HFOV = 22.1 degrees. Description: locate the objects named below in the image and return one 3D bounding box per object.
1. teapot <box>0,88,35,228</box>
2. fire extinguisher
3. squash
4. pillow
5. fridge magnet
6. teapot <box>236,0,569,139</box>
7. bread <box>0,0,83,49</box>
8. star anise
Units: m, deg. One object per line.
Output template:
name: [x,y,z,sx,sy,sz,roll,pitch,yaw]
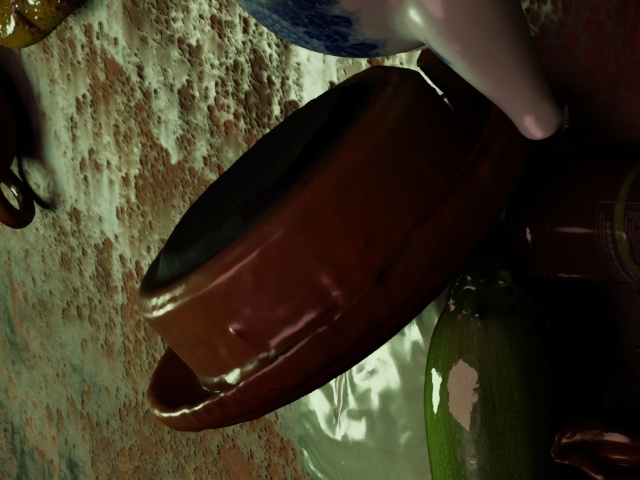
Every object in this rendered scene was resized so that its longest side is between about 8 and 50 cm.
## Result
teapot: [-0.420,-0.119,1.918,0.178,0.135,0.252,-34,105,26]
fire extinguisher: [0.285,0.001,1.119,0.341,0.105,0.141,5,145,50]
squash: [0.136,0.199,1.264,0.107,0.107,0.395,18,120,45]
pillow: [0.082,0.119,1.416,0.310,0.138,0.283,19,122,46]
fridge magnet: [0.000,0.000,1.239,0.155,0.363,0.363,48,147,-13]
teapot: [0.049,-0.237,1.156,0.280,0.252,0.424,47,-169,-53]
bread: [-0.277,-0.274,1.652,0.344,0.084,0.124,-36,62,55]
star anise: [0.286,0.150,1.193,0.220,0.126,0.190,3,117,25]
